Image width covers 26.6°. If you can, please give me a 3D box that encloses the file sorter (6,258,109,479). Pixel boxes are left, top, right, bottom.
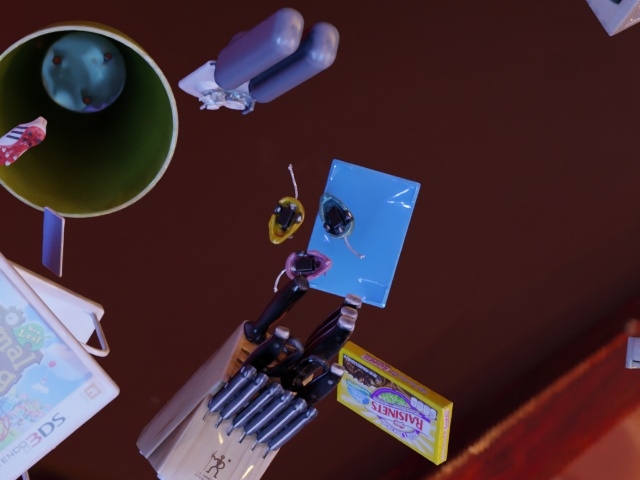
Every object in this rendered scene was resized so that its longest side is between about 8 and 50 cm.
[{"bbox_3d":[-0.398,0.181,1.605,0.277,0.193,0.173,-59,-156,6],"label":"file sorter"}]

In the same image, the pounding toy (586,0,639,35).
[{"bbox_3d":[0.257,-0.245,1.085,0.141,0.100,0.130,-28,170,-13],"label":"pounding toy"}]

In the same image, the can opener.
[{"bbox_3d":[-0.065,-0.181,1.330,0.280,0.074,0.093,-8,-113,67],"label":"can opener"}]

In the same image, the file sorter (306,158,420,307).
[{"bbox_3d":[0.051,-0.013,1.813,0.104,0.118,0.170,-84,-170,-84],"label":"file sorter"}]

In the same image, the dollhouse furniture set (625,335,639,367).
[{"bbox_3d":[0.388,0.145,1.184,0.161,0.182,0.101,4,91,-38],"label":"dollhouse furniture set"}]

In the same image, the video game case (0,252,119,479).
[{"bbox_3d":[-0.320,0.120,1.210,0.193,0.212,0.023,-40,-163,-5],"label":"video game case"}]

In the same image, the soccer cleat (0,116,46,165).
[{"bbox_3d":[-0.330,-0.108,1.472,0.029,0.083,0.035,48,30,-29],"label":"soccer cleat"}]

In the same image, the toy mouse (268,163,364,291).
[{"bbox_3d":[0.000,0.000,1.701,0.031,0.143,0.161,25,84,-63],"label":"toy mouse"}]

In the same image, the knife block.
[{"bbox_3d":[-0.067,0.141,1.323,0.242,0.088,0.276,-56,-169,-8],"label":"knife block"}]

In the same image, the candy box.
[{"bbox_3d":[0.106,0.237,1.984,0.027,0.206,0.105,-28,132,-37],"label":"candy box"}]

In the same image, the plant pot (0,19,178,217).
[{"bbox_3d":[-0.349,-0.211,1.987,0.293,0.275,0.274,-107,-153,-68],"label":"plant pot"}]

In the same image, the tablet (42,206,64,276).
[{"bbox_3d":[-0.354,0.001,1.792,0.006,0.054,0.083,-9,115,-36],"label":"tablet"}]
